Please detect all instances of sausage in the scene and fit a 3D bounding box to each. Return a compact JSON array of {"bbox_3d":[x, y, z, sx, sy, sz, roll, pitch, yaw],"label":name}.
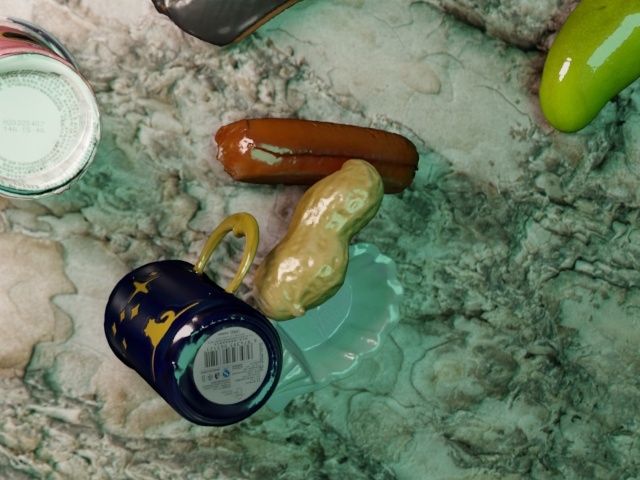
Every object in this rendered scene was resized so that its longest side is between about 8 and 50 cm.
[{"bbox_3d":[0.004,-0.130,1.434,0.330,0.102,0.102,2,100,-29],"label":"sausage"}]

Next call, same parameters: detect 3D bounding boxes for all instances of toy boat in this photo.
[{"bbox_3d":[-0.007,0.123,1.483,0.290,0.100,0.199,-44,117,-14],"label":"toy boat"}]

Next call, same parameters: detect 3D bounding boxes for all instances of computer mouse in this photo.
[{"bbox_3d":[-0.083,-0.396,1.322,0.323,0.116,0.183,-37,111,-16],"label":"computer mouse"}]

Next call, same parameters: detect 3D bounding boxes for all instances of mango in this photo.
[{"bbox_3d":[0.472,-0.316,1.626,0.175,0.143,0.293,35,94,-36],"label":"mango"}]

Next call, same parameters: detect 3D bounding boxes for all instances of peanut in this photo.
[{"bbox_3d":[0.000,0.000,1.369,0.117,0.101,0.263,27,78,9],"label":"peanut"}]

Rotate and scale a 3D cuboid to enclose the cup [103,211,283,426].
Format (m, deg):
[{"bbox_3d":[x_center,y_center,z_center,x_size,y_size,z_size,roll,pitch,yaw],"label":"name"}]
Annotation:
[{"bbox_3d":[-0.169,0.095,1.301,0.178,0.256,0.255,-3,101,-28],"label":"cup"}]

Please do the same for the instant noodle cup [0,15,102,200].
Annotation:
[{"bbox_3d":[-0.366,-0.148,1.143,0.244,0.255,0.244,-6,103,-24],"label":"instant noodle cup"}]
